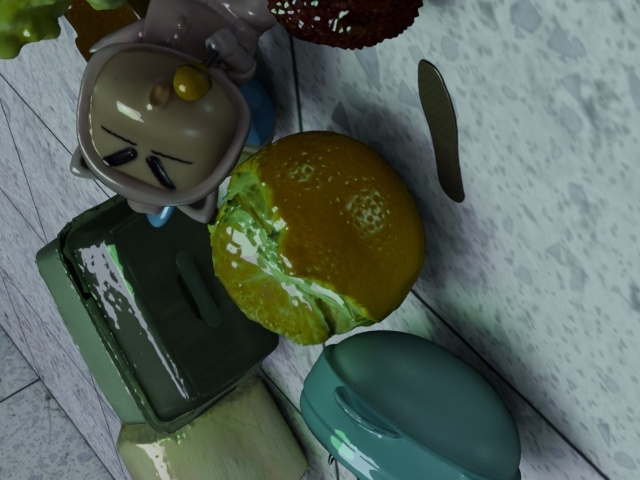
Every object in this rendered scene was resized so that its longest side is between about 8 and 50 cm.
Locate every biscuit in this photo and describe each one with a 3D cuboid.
[{"bbox_3d":[-0.230,-0.221,1.597,0.278,0.043,0.301,34,149,45],"label":"biscuit"}]

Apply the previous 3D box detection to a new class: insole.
[{"bbox_3d":[0.096,-0.085,1.087,0.045,0.002,0.135,38,151,45],"label":"insole"}]

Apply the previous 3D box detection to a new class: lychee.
[{"bbox_3d":[0.013,-0.196,0.966,0.129,0.123,0.123,61,161,20],"label":"lychee"}]

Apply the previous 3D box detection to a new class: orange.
[{"bbox_3d":[0.004,-0.004,1.186,0.179,0.158,0.237,48,163,7],"label":"orange"}]

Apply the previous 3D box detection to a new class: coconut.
[{"bbox_3d":[-0.140,0.313,1.868,0.244,0.239,0.239,63,159,-11],"label":"coconut"}]

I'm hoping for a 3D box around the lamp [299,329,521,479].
[{"bbox_3d":[0.080,0.164,1.240,0.209,0.147,0.284,34,170,-6],"label":"lamp"}]

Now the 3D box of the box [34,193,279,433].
[{"bbox_3d":[-0.196,0.075,1.681,0.166,0.220,0.290,-17,103,47],"label":"box"}]

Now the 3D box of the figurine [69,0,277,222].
[{"bbox_3d":[-0.122,-0.157,1.172,0.176,0.287,0.186,30,-167,3],"label":"figurine"}]

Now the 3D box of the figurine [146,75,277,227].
[{"bbox_3d":[-0.134,-0.133,1.391,0.262,0.154,0.180,-39,73,52],"label":"figurine"}]

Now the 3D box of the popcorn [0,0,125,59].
[{"bbox_3d":[-0.294,-0.326,1.331,0.237,0.293,0.293,-37,82,28],"label":"popcorn"}]
